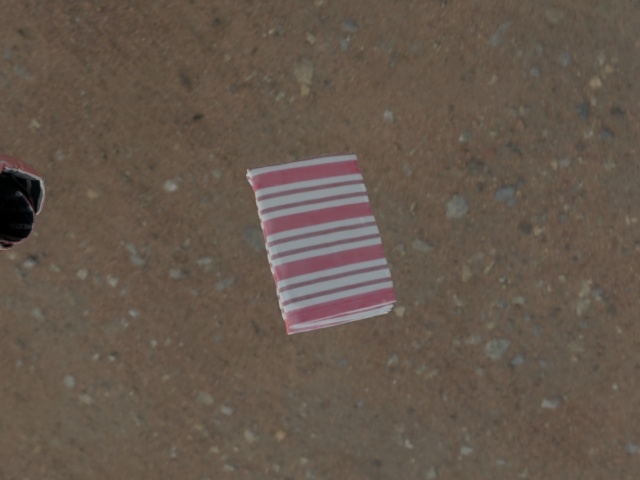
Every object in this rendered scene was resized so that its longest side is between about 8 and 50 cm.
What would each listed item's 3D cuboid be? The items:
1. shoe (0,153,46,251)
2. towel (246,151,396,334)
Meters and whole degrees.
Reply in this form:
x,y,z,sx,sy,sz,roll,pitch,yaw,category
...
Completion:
x,y,z,sx,sy,sz,roll,pitch,yaw,category
-0.214,-0.012,0.636,0.081,0.063,0.178,24,156,9,shoe
0.000,0.000,1.160,0.029,0.144,0.197,-29,74,59,towel
